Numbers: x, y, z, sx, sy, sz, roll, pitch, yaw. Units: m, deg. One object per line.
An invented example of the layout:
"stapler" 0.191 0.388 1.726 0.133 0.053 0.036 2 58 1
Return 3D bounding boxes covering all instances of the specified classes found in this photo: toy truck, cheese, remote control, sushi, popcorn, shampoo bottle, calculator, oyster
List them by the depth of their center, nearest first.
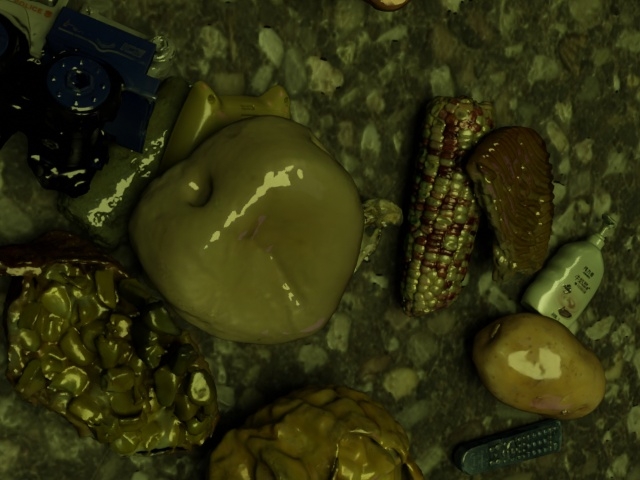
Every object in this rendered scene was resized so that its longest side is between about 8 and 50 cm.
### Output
"toy truck" -0.245 -0.161 1.078 0.213 0.161 0.177 23 63 -7
"cheese" -0.067 -0.001 1.121 0.218 0.117 0.235 -10 121 -20
"sushi" -0.211 0.102 1.131 0.167 0.179 0.296 -28 111 -5
"calculator" -0.102 -0.043 1.195 0.157 0.033 0.236 -7 122 -48
"popcorn" -0.013 0.268 1.257 0.250 0.190 0.250 -2 94 -24
"oyster" 0.000 0.000 1.279 0.191 0.081 0.163 -8 131 -23
"shampoo bottle" 0.311 0.035 1.441 0.077 0.045 0.152 41 81 -26
"remote control" 0.230 0.253 1.458 0.153 0.027 0.043 -8 98 -25

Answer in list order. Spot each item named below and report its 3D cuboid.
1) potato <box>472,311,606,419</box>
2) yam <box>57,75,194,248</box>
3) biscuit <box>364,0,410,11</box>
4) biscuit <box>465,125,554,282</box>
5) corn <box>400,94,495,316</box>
"potato" 0.260 0.153 1.401 0.178 0.109 0.118 32 106 -30
"yam" -0.180 -0.078 1.170 0.078 0.078 0.179 42 79 -26
"biscuit" 0.002 -0.436 1.138 0.350 0.078 0.455 -23 110 5
"biscuit" 0.215 -0.039 1.332 0.229 0.031 0.176 13 90 -58
"corn" 0.139 -0.036 1.324 0.086 0.086 0.253 5 98 -26
